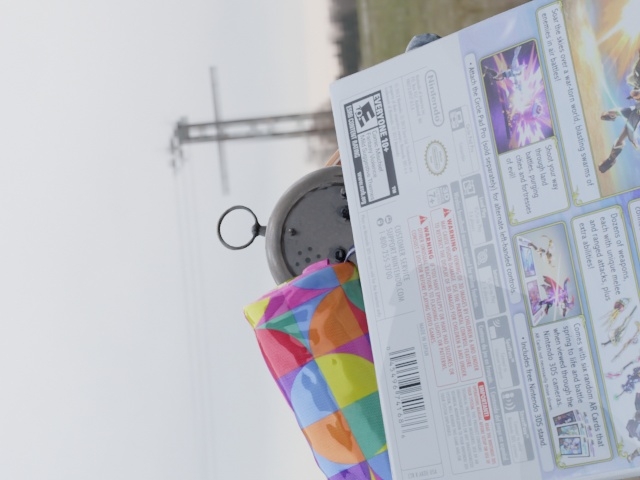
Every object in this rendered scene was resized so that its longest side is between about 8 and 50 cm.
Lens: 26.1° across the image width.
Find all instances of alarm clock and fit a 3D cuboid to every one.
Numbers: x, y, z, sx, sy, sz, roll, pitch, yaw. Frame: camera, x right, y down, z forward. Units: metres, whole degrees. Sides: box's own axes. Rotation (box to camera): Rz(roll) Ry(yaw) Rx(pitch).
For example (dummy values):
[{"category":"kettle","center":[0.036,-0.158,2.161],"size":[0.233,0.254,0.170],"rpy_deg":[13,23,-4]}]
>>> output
[{"category":"alarm clock","center":[0.000,0.000,1.164],"size":[0.064,0.192,0.129],"rpy_deg":[28,-109,-71]}]

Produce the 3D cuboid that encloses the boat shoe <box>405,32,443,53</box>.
[{"category":"boat shoe","center":[0.107,-0.097,1.181],"size":[0.183,0.065,0.083],"rpy_deg":[64,-149,-60]}]

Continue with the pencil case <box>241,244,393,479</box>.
[{"category":"pencil case","center":[0.031,0.125,1.035],"size":[0.104,0.104,0.236],"rpy_deg":[37,-152,-82]}]

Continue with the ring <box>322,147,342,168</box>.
[{"category":"ring","center":[0.114,-0.106,1.485],"size":[0.032,0.336,0.336],"rpy_deg":[50,177,14]}]

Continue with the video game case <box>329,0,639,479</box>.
[{"category":"video game case","center":[0.135,0.002,0.782],"size":[0.061,0.244,0.270],"rpy_deg":[5,-108,-51]}]
